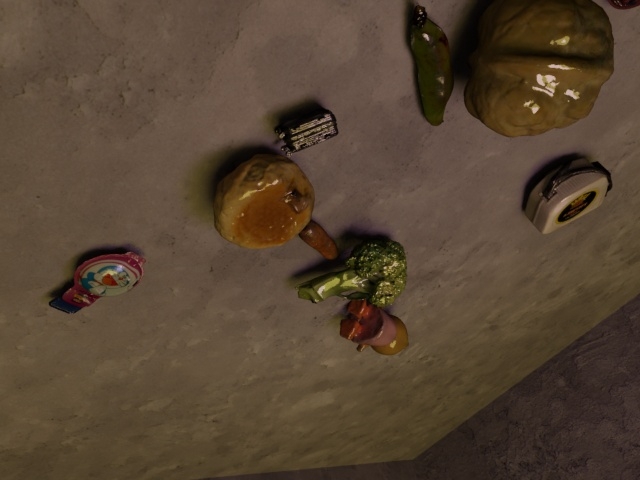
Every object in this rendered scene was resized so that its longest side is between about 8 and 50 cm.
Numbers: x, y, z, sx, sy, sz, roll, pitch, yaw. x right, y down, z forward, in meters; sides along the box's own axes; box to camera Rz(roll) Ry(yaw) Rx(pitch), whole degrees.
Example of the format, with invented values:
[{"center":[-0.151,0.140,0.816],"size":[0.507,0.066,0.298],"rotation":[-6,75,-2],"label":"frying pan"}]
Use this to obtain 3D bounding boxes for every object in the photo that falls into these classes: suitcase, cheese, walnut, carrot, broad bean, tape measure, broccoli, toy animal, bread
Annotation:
[{"center":[-0.028,-0.229,1.049],"size":[0.126,0.086,0.059],"rotation":[-23,115,-4],"label":"suitcase"},{"center":[-0.518,0.102,1.169],"size":[0.244,0.062,0.155],"rotation":[-32,142,8],"label":"cheese"},{"center":[0.441,-0.359,1.030],"size":[0.276,0.253,0.282],"rotation":[-1,137,-18],"label":"walnut"},{"center":[0.000,0.000,1.345],"size":[0.060,0.060,0.186],"rotation":[-35,142,11],"label":"carrot"},{"center":[0.241,-0.365,1.068],"size":[0.077,0.061,0.339],"rotation":[-22,141,7],"label":"broad bean"},{"center":[0.773,-0.162,1.537],"size":[0.271,0.133,0.231],"rotation":[-26,149,-3],"label":"tape measure"},{"center":[0.127,0.110,1.405],"size":[0.302,0.186,0.254],"rotation":[-18,156,-38],"label":"broccoli"},{"center":[0.202,0.305,1.713],"size":[0.281,0.169,0.195],"rotation":[37,75,-51],"label":"toy animal"},{"center":[-0.128,-0.093,1.114],"size":[0.244,0.134,0.244],"rotation":[-18,141,-15],"label":"bread"}]

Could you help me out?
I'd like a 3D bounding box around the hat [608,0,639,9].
[{"center":[0.714,-0.586,1.062],"size":[0.205,0.089,0.205],"rotation":[-15,141,-13],"label":"hat"}]
